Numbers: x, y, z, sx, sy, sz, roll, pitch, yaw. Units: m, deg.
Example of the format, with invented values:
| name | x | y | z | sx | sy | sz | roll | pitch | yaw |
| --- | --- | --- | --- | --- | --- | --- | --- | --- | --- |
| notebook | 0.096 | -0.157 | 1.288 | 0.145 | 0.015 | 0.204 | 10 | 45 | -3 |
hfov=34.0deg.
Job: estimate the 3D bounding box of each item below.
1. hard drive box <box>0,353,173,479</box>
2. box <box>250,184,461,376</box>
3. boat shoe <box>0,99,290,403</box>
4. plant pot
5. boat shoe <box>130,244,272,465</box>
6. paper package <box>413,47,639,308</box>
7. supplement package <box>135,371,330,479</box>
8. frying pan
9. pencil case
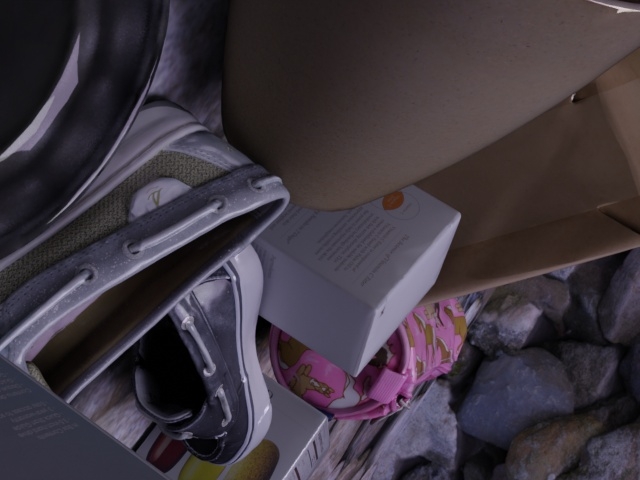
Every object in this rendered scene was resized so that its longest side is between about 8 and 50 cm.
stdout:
| name | x | y | z | sx | sy | sz | roll | pitch | yaw |
| --- | --- | --- | --- | --- | --- | --- | --- | --- | --- |
| hard drive box | -0.182 | 0.128 | 0.409 | 0.181 | 0.232 | 0.089 | -60 | 164 | 12 |
| box | 0.000 | 0.000 | 0.830 | 0.130 | 0.170 | 0.091 | -45 | 160 | -37 |
| boat shoe | -0.148 | 0.053 | 0.606 | 0.320 | 0.103 | 0.118 | -50 | 163 | -27 |
| plant pot | 0.046 | -0.144 | 0.634 | 0.256 | 0.256 | 0.274 | -43 | 175 | -43 |
| boat shoe | -0.106 | 0.111 | 0.845 | 0.102 | 0.108 | 0.301 | -47 | 159 | -34 |
| paper package | 0.198 | -0.072 | 1.051 | 0.309 | 0.168 | 0.325 | -19 | -174 | 28 |
| supplement package | -0.113 | 0.249 | 1.027 | 0.244 | 0.139 | 0.134 | -54 | 165 | -18 |
| frying pan | -0.146 | -0.100 | 0.418 | 0.197 | 0.053 | 0.326 | -53 | 162 | -17 |
| pencil case | 0.070 | 0.112 | 1.241 | 0.386 | 0.160 | 0.167 | -3 | 89 | -74 |
